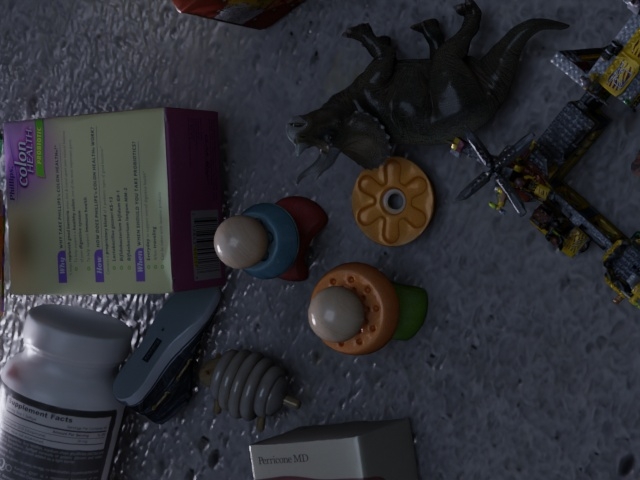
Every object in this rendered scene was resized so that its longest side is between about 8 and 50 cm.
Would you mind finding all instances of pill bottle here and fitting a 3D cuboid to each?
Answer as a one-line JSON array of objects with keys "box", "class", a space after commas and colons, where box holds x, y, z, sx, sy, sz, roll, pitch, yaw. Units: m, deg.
[{"box": [-0.330, 0.231, 1.572, 0.162, 0.162, 0.278, 19, 100, 26], "class": "pill bottle"}]

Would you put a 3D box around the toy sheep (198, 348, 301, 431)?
[{"box": [-0.083, 0.173, 1.483, 0.132, 0.091, 0.091, 16, 100, 13], "class": "toy sheep"}]

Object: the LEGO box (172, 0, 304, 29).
[{"box": [-0.070, -0.544, 1.382, 0.372, 0.193, 0.500, -31, 78, 26], "class": "LEGO box"}]

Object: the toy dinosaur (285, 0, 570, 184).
[{"box": [0.115, -0.162, 1.357, 0.313, 0.121, 0.160, -12, 84, 4], "class": "toy dinosaur"}]

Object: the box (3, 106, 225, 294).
[{"box": [-0.249, -0.044, 1.516, 0.243, 0.117, 0.213, -2, 91, 27], "class": "box"}]

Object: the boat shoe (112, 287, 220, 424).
[{"box": [-0.173, 0.137, 1.543, 0.065, 0.083, 0.183, 30, 78, 43], "class": "boat shoe"}]

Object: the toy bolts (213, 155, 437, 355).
[{"box": [0.000, 0.000, 1.386, 0.228, 0.158, 0.218, 19, 101, 26], "class": "toy bolts"}]

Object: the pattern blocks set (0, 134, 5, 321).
[{"box": [-0.413, 0.031, 1.581, 0.285, 0.026, 0.325, -176, 88, -72], "class": "pattern blocks set"}]

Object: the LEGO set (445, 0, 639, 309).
[{"box": [0.297, -0.092, 1.184, 0.255, 0.192, 0.331, 51, 120, 13], "class": "LEGO set"}]

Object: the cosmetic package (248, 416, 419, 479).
[{"box": [0.031, 0.357, 1.402, 0.153, 0.129, 0.296, -11, 86, 29], "class": "cosmetic package"}]
